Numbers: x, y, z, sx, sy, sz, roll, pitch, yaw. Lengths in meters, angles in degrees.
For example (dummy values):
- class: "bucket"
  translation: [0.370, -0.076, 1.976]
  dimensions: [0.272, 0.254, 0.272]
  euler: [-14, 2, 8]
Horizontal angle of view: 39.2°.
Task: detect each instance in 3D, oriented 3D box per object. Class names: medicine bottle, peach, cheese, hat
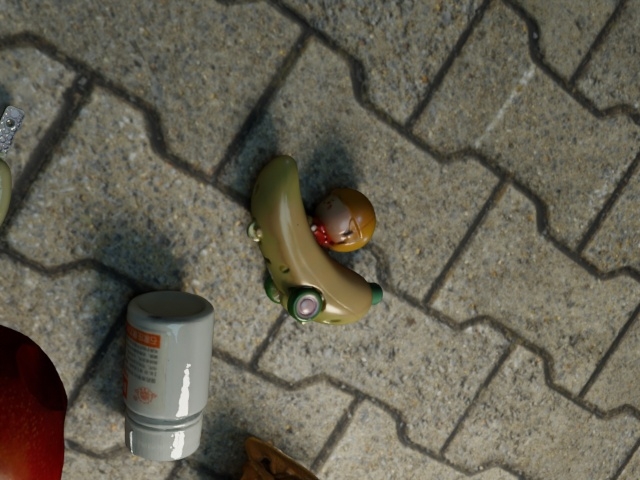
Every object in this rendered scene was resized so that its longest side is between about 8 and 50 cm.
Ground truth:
- class: "medicine bottle"
  translation: [-0.247, 0.217, 1.450]
  dimensions: [0.145, 0.144, 0.252]
  euler: [-4, 108, -24]
- class: "peach"
  translation: [-0.523, 0.285, 1.227]
  dimensions: [0.388, 0.388, 0.388]
  euler: [-8, 112, -22]
- class: "cheese"
  translation: [-0.474, -0.104, 1.288]
  dimensions: [0.097, 0.037, 0.192]
  euler: [23, 98, -31]
- class: "hat"
  translation: [-0.112, 0.511, 1.581]
  dimensions: [0.233, 0.244, 0.233]
  euler: [39, 93, 2]

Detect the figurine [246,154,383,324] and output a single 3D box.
- class: "figurine"
  translation: [0.000, 0.000, 1.501]
  dimensions: [0.222, 0.124, 0.324]
  euler: [-28, 114, -14]
